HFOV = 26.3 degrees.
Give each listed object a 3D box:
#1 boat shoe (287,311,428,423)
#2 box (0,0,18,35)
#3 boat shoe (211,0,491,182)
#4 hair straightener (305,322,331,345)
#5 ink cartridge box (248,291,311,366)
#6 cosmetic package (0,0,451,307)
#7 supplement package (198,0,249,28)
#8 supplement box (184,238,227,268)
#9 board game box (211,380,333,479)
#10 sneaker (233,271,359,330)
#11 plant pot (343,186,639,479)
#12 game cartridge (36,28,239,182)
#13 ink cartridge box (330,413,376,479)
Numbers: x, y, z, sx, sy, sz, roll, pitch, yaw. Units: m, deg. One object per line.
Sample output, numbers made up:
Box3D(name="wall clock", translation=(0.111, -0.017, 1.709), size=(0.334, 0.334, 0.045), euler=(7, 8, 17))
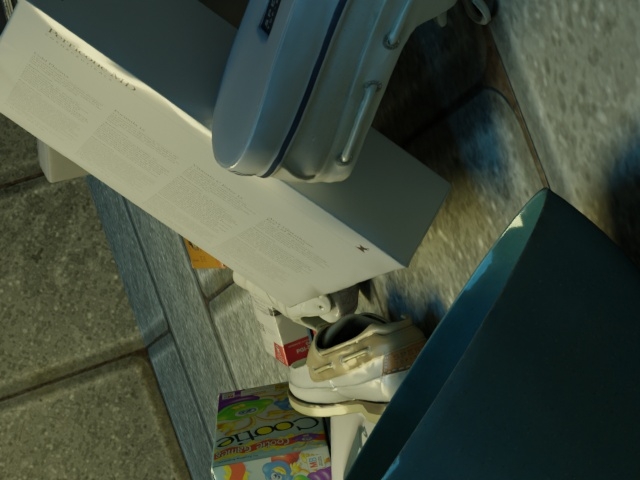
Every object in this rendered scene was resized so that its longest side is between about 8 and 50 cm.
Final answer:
Box3D(name="boat shoe", translation=(0.044, 0.127, 1.456), size=(0.302, 0.113, 0.103), euler=(-9, 99, 63))
Box3D(name="box", translation=(-0.299, -0.471, 1.553), size=(0.480, 0.297, 0.471), euler=(-128, 26, -48))
Box3D(name="boat shoe", translation=(0.053, -0.197, 1.001), size=(0.367, 0.156, 0.136), euler=(-68, 29, 22))
Box3D(name="hair straightener", translation=(-0.019, 0.064, 1.686), size=(0.089, 0.047, 0.230), euler=(119, 130, -69))
Box3D(name="ink cartridge box", translation=(-0.051, 0.086, 1.804), size=(0.099, 0.056, 0.135), euler=(-156, 48, -69))
Box3D(name="cosmetic package", translation=(-0.108, -0.093, 1.218), size=(0.377, 0.097, 0.284), euler=(35, 162, -13))
Box3D(name="supplement package", translation=(-0.100, -0.341, 1.212), size=(0.199, 0.198, 0.262), euler=(135, 115, -72))
Box3D(name="supplement box", translation=(-0.141, -0.004, 1.969), size=(0.233, 0.080, 0.078), euler=(175, 77, -72))
Box3D(name="board game box", translation=(-0.054, 0.291, 1.747), size=(0.275, 0.142, 0.144), euler=(-102, 2, -78))
Box3D(name="sneaker", translation=(0.000, 0.000, 1.502), size=(0.152, 0.114, 0.305), euler=(41, 153, 9))
Box3D(name="plant pot", translation=(0.148, 0.139, 0.883), size=(0.195, 0.290, 0.290), euler=(32, 159, 2))
Box3D(name="game cartridge", translation=(-0.162, -0.155, 1.458), size=(0.060, 0.294, 0.196), euler=(63, 162, 18))
Box3D(name="ink cartridge box", translation=(0.082, 0.311, 1.475), size=(0.296, 0.066, 0.261), euler=(-168, 75, -75))
